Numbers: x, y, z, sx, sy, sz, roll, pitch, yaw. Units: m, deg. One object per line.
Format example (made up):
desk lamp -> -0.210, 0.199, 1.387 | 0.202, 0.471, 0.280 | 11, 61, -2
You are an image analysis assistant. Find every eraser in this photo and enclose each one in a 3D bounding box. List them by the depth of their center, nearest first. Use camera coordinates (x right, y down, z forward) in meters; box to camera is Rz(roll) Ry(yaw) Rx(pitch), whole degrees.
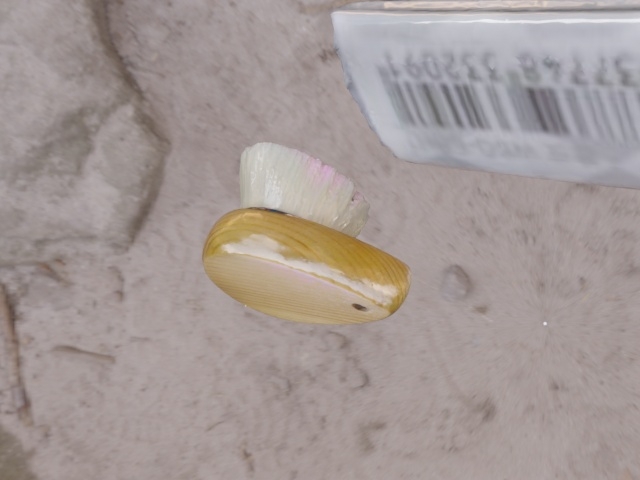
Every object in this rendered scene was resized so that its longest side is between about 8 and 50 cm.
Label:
eraser -> 0.218, -0.060, 0.462 | 0.397, 0.213, 0.082 | 10, 109, 45

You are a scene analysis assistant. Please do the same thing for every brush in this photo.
brush -> 0.000, 0.000, 1.413 | 0.267, 0.174, 0.166 | 13, 63, 26
